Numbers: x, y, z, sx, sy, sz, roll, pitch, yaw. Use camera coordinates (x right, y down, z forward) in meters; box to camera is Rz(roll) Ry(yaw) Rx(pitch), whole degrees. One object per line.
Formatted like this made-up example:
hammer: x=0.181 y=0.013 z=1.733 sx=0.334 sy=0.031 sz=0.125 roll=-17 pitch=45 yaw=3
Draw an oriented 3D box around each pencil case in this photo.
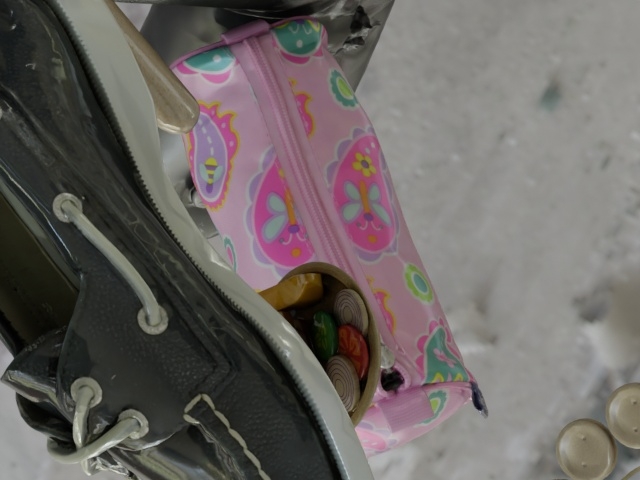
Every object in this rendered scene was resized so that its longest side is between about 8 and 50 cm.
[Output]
pencil case: x=0.000 y=0.000 z=1.235 sx=0.124 sy=0.284 sz=0.124 roll=-20 pitch=163 yaw=-6

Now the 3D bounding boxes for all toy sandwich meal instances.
toy sandwich meal: x=-0.010 y=0.048 z=0.817 sx=0.029 sy=0.085 sz=0.085 roll=2 pitch=115 yaw=-41

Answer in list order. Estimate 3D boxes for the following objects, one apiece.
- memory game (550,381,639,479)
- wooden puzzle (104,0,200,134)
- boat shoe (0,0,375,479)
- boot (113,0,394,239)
memory game: x=0.198 y=0.166 z=1.071 sx=0.012 sy=0.186 sz=0.186 roll=-7 pitch=121 yaw=-53
wooden puzzle: x=-0.247 y=-0.167 z=0.896 sx=0.322 sy=0.348 sz=0.080 roll=51 pitch=56 yaw=-35
boat shoe: x=-0.081 y=0.032 z=0.721 sx=0.091 sy=0.302 sz=0.114 roll=-24 pitch=164 yaw=-36
boot: x=-0.114 y=-0.136 z=1.361 sx=0.367 sy=0.146 sz=0.445 roll=-7 pitch=159 yaw=-25
